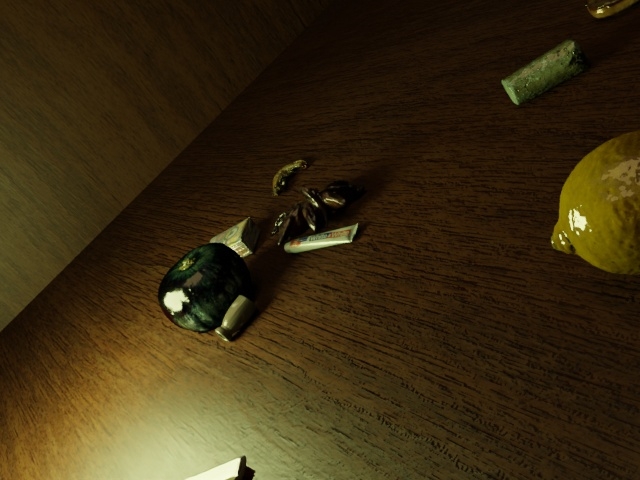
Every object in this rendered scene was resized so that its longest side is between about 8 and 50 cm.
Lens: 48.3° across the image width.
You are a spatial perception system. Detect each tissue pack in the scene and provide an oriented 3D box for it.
[{"bbox_3d":[-0.242,0.013,1.935,0.148,0.060,0.109,-26,27,27],"label":"tissue pack"}]

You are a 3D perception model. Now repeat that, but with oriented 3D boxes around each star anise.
[{"bbox_3d":[-0.027,-0.092,1.738,0.272,0.103,0.272,-28,19,10],"label":"star anise"}]

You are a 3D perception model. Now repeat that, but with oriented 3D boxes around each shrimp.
[{"bbox_3d":[-0.089,-0.184,2.082,0.124,0.034,0.178,-26,23,15],"label":"shrimp"}]

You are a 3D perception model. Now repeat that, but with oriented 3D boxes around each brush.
[{"bbox_3d":[-0.223,0.439,1.230,0.321,0.050,0.060,-31,28,37],"label":"brush"}]

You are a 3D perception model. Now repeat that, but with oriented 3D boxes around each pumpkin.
[{"bbox_3d":[-0.277,0.110,1.705,0.233,0.163,0.233,-30,26,17],"label":"pumpkin"}]

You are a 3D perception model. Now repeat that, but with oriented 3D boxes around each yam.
[{"bbox_3d":[0.472,-0.354,1.507,0.179,0.078,0.078,-27,28,26],"label":"yam"}]

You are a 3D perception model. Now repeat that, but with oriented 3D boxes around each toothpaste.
[{"bbox_3d":[0.000,0.000,1.651,0.218,0.033,0.052,-13,44,42],"label":"toothpaste"}]

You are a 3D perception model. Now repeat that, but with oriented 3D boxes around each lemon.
[{"bbox_3d":[0.423,-0.050,0.938,0.256,0.188,0.188,-27,28,32],"label":"lemon"}]

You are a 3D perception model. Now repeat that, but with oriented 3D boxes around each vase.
[{"bbox_3d":[-0.192,0.176,1.604,0.101,0.053,0.053,-53,27,-18],"label":"vase"}]

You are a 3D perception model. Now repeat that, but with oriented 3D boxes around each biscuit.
[{"bbox_3d":[0.728,-0.587,1.565,0.299,0.045,0.154,-31,25,19],"label":"biscuit"}]
